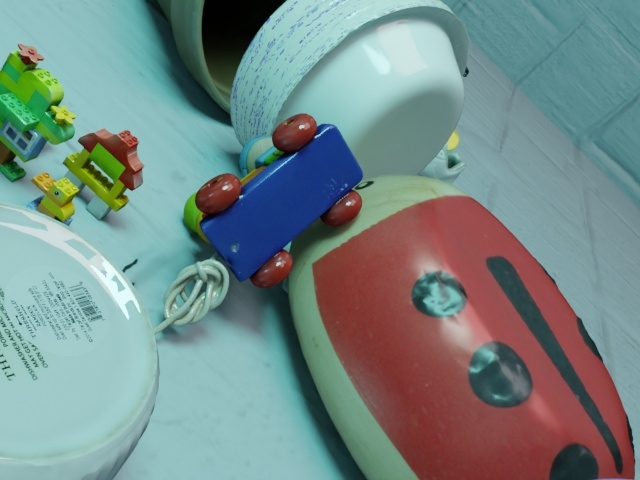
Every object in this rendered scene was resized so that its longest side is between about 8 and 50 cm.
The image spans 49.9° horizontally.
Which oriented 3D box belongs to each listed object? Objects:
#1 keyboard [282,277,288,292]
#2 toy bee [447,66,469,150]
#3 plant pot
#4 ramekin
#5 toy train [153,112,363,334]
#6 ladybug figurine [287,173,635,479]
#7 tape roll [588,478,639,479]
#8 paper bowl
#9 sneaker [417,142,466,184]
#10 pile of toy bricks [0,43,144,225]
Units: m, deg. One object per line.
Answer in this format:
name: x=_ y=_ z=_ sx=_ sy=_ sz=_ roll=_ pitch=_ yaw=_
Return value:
keyboard: x=0.000 y=0.000 z=0.832 sx=0.072 sy=0.014 sz=0.256 roll=32 pitch=30 yaw=-14
toy bee: x=0.175 y=-0.263 z=1.294 sx=0.195 sy=0.162 sz=0.298 roll=53 pitch=3 yaw=30
plant pot: x=-0.096 y=-0.359 z=0.911 sx=0.323 sy=0.323 sz=0.280 roll=6 pitch=30 yaw=-50
ramekin: x=-0.190 y=0.072 z=0.381 sx=0.207 sy=0.109 sz=0.207 roll=32 pitch=31 yaw=-22
toy train: x=-0.091 y=-0.013 z=0.631 sx=0.105 sy=0.248 sz=0.143 roll=57 pitch=-18 yaw=-25
ladybug figurine: x=0.143 y=0.109 z=0.655 sx=0.305 sy=0.162 sz=0.449 roll=-8 pitch=60 yaw=-45
tape roll: x=0.209 y=0.301 z=0.436 sx=0.275 sy=0.275 sz=0.090 roll=53 pitch=30 yaw=14
paper bowl: x=0.051 y=-0.156 z=0.799 sx=0.284 sy=0.284 sz=0.148 roll=2 pitch=43 yaw=-52
sneaker: x=0.142 y=-0.146 z=1.097 sx=0.232 sy=0.115 sz=0.090 roll=18 pitch=38 yaw=-40
pile of toy bricks: x=-0.241 y=-0.105 z=0.546 sx=0.212 sy=0.105 sz=0.118 roll=43 pitch=28 yaw=-5
